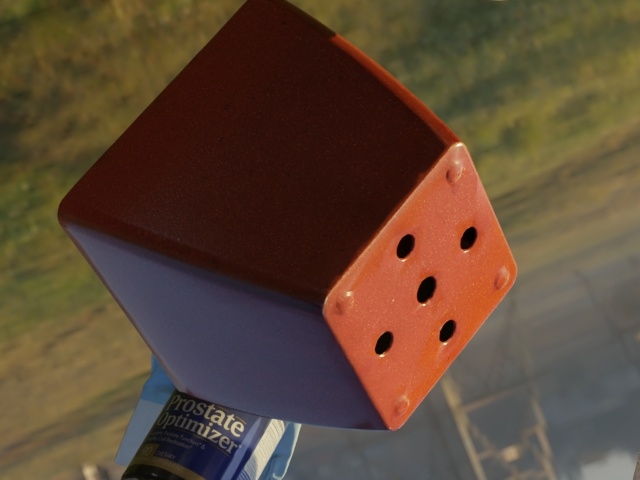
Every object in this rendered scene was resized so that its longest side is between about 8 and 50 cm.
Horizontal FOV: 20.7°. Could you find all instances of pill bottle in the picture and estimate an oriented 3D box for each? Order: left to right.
[{"bbox_3d":[-0.104,0.193,1.810,0.123,0.123,0.219,-31,-155,56],"label":"pill bottle"}]

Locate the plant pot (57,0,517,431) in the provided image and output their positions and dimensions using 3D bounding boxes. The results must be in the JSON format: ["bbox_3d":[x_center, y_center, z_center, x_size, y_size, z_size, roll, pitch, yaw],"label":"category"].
[{"bbox_3d":[0.000,0.000,1.426,0.267,0.236,0.267,-50,139,-19],"label":"plant pot"}]

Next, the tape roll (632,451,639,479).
[{"bbox_3d":[0.403,0.189,1.656,0.072,0.392,0.392,19,-163,31],"label":"tape roll"}]

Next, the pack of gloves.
[{"bbox_3d":[-0.113,0.177,2.023,0.195,0.232,0.046,17,-157,-5],"label":"pack of gloves"}]
